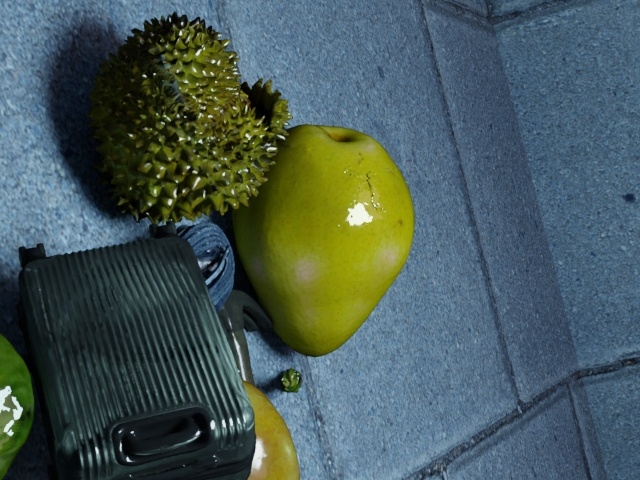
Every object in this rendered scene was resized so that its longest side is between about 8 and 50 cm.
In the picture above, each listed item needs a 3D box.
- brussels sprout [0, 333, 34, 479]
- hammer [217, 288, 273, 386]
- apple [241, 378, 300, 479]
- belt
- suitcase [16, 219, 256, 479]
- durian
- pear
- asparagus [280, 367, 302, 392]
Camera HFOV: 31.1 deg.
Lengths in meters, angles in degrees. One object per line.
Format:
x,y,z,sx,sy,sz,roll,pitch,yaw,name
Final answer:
-0.332,0.159,1.045,0.145,0.131,0.183,-4,76,-59,brussels sprout
-0.090,0.282,1.573,0.168,0.044,0.439,-2,79,-62,hammer
-0.145,0.261,1.282,0.208,0.237,0.236,-11,86,-39,apple
-0.177,0.055,1.418,0.122,0.129,0.218,66,27,-16,belt
-0.191,0.125,1.163,0.128,0.202,0.312,97,-25,-43,suitcase
-0.172,-0.149,1.442,0.258,0.258,0.293,60,25,-28,durian
-0.009,-0.004,1.678,0.285,0.285,0.336,14,101,-61,pear
-0.042,0.202,1.670,0.165,0.030,0.036,86,-14,-86,asparagus
